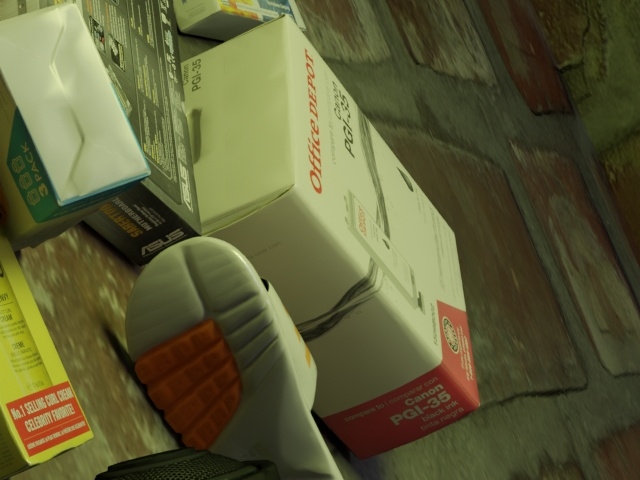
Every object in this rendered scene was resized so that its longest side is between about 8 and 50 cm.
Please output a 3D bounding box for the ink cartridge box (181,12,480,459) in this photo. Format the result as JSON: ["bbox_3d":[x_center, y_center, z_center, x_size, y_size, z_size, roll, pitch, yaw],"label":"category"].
[{"bbox_3d":[0.000,0.000,1.487,0.283,0.117,0.207,50,24,-38],"label":"ink cartridge box"}]

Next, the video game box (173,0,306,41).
[{"bbox_3d":[-0.097,-0.262,1.662,0.187,0.048,0.205,65,18,7],"label":"video game box"}]

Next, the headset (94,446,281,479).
[{"bbox_3d":[-0.100,0.217,0.997,0.394,0.185,0.243,64,15,-59],"label":"headset"}]

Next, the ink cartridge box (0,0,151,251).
[{"bbox_3d":[-0.174,-0.051,1.085,0.061,0.181,0.104,-23,88,-31],"label":"ink cartridge box"}]

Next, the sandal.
[{"bbox_3d":[-0.046,0.108,1.282,0.076,0.102,0.265,-78,148,-62],"label":"sandal"}]

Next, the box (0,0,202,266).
[{"bbox_3d":[-0.160,-0.122,1.305,0.183,0.056,0.231,43,29,-48],"label":"box"}]

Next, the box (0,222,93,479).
[{"bbox_3d":[-0.203,0.015,1.016,0.232,0.058,0.087,67,18,3],"label":"box"}]
